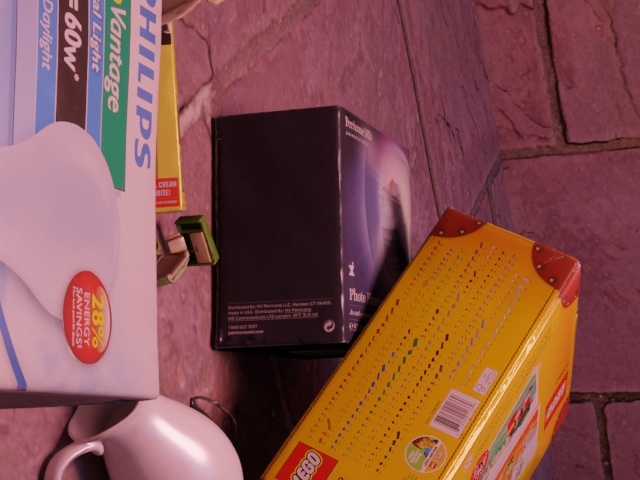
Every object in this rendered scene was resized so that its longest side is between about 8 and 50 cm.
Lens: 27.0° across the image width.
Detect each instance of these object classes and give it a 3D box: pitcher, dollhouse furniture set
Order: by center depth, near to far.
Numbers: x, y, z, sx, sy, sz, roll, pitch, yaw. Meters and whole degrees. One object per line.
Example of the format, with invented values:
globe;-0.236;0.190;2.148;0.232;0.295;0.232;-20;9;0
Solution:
pitcher;-0.178;0.234;1.343;0.178;0.125;0.207;-56;131;-27
dollhouse furniture set;-0.163;0.032;1.446;0.152;0.076;0.059;-59;140;-57

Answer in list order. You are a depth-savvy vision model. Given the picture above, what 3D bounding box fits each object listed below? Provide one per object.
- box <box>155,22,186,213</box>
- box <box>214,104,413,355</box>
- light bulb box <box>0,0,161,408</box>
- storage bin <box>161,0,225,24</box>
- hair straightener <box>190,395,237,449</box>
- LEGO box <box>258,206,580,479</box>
box;-0.189;-0.143;1.379;0.058;0.087;0.232;-157;-116;-87
box;0.000;0.000;1.735;0.296;0.182;0.294;18;68;-68
light bulb box;-0.289;-0.063;0.930;0.361;0.225;0.358;18;69;-66
storage bin;-0.140;-0.361;1.359;0.260;0.123;0.262;54;26;-3
hair straightener;-0.121;0.294;1.573;0.089;0.047;0.230;-17;98;-69
LEGO box;0.127;0.271;1.669;0.500;0.193;0.372;-53;154;-29
